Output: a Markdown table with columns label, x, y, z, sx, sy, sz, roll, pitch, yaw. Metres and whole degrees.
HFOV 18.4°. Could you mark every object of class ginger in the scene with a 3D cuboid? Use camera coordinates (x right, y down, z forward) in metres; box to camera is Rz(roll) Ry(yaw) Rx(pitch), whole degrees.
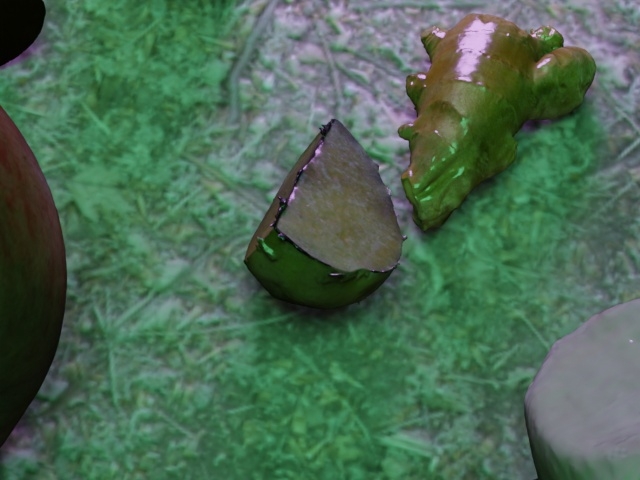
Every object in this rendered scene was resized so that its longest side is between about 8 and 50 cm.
| label | x | y | z | sx | sy | sz | roll | pitch | yaw |
| --- | --- | --- | --- | --- | --- | --- | --- | --- | --- |
| ginger | 0.114 | -0.106 | 1.486 | 0.205 | 0.081 | 0.115 | -43 | 104 | -29 |

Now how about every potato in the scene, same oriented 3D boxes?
| label | x | y | z | sx | sy | sz | roll | pitch | yaw |
| --- | --- | --- | --- | --- | --- | --- | --- | --- | --- |
| potato | 0.000 | 0.000 | 1.442 | 0.100 | 0.089 | 0.172 | 33 | 33 | -8 |

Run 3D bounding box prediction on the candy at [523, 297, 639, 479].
| label | x | y | z | sx | sy | sz | roll | pitch | yaw |
| --- | --- | --- | --- | --- | --- | --- | --- | --- | --- |
| candy | 0.293 | 0.217 | 1.179 | 0.186 | 0.427 | 0.386 | -48 | 29 | 4 |

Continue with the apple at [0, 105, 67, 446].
| label | x | y | z | sx | sy | sz | roll | pitch | yaw |
| --- | --- | --- | --- | --- | --- | --- | --- | --- | --- |
| apple | -0.310 | 0.048 | 1.268 | 0.269 | 0.345 | 0.345 | 43 | 68 | -1 |

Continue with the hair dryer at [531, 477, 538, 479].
| label | x | y | z | sx | sy | sz | roll | pitch | yaw |
| --- | --- | --- | --- | --- | --- | --- | --- | --- | --- |
| hair dryer | 0.090 | 0.264 | 1.319 | 0.248 | 0.078 | 0.196 | -5 | 64 | 6 |

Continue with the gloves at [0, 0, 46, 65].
| label | x | y | z | sx | sy | sz | roll | pitch | yaw |
| --- | --- | --- | --- | --- | --- | --- | --- | --- | --- |
| gloves | -0.313 | -0.273 | 1.546 | 0.133 | 0.116 | 0.294 | -13 | 58 | -17 |
